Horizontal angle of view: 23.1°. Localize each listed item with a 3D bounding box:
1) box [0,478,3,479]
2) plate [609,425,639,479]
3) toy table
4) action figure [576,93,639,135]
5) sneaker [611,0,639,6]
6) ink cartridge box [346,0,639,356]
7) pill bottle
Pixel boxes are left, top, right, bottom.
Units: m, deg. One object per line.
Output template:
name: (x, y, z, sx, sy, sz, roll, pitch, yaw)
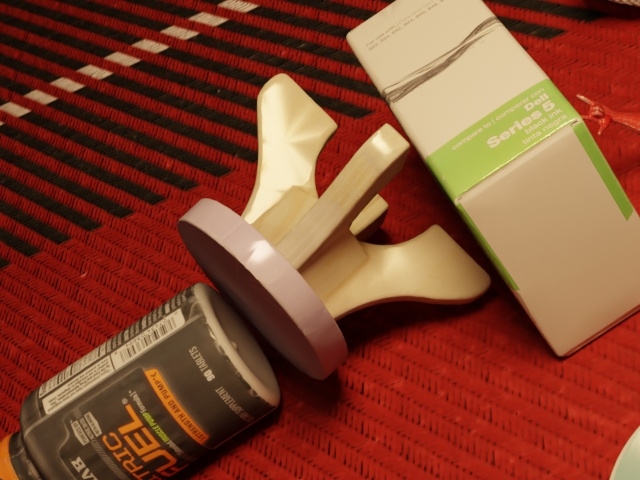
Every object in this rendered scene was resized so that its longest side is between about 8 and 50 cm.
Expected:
box: (-0.236, 0.233, 1.100, 0.073, 0.296, 0.293, -60, 9, -24)
plate: (0.282, 0.169, 1.046, 0.188, 0.024, 0.188, -23, 39, 20)
toy table: (0.000, 0.000, 1.293, 0.161, 0.252, 0.274, -44, 4, -11)
action figure: (0.299, -0.165, 1.252, 0.091, 0.139, 0.280, -14, 60, 65)
sneaker: (0.384, -0.347, 1.414, 0.366, 0.137, 0.210, -19, 40, 17)
ink cartridge box: (0.148, -0.070, 1.261, 0.115, 0.198, 0.273, -34, 38, 6)
pill bottle: (-0.167, 0.153, 1.349, 0.246, 0.130, 0.130, -34, 37, 7)
